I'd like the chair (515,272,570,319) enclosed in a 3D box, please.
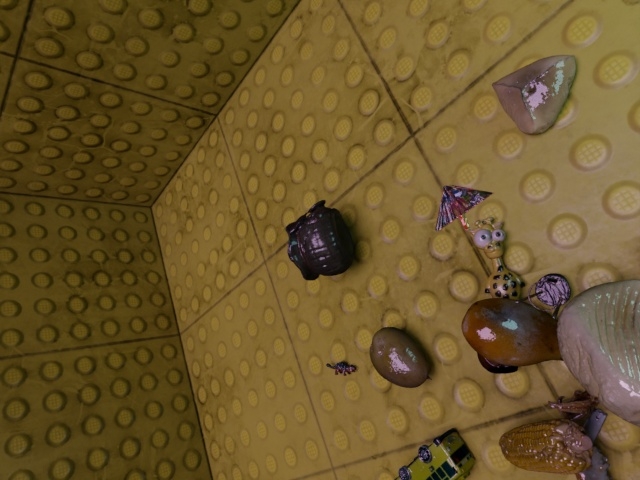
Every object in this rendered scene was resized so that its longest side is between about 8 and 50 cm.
[{"bbox_3d":[0.624,0.151,1.147,0.104,0.221,0.095,-46,68,31],"label":"chair"}]

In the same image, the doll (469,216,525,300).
[{"bbox_3d":[0.551,0.066,1.308,0.117,0.086,0.292,-13,76,12],"label":"doll"}]

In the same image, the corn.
[{"bbox_3d":[0.599,0.557,1.131,0.347,0.130,0.130,105,144,-59],"label":"corn"}]

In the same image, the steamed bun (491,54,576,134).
[{"bbox_3d":[0.632,-0.428,1.240,0.231,0.110,0.213,-17,77,45],"label":"steamed bun"}]

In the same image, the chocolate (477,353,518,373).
[{"bbox_3d":[0.541,0.330,1.280,0.127,0.124,0.133,-31,42,51],"label":"chocolate"}]

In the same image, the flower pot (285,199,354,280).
[{"bbox_3d":[0.000,0.000,1.695,0.212,0.301,0.302,-21,72,17],"label":"flower pot"}]

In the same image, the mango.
[{"bbox_3d":[0.561,0.261,1.188,0.315,0.146,0.193,9,56,6],"label":"mango"}]

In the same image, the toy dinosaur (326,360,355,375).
[{"bbox_3d":[0.085,0.532,1.752,0.154,0.049,0.055,-4,88,38],"label":"toy dinosaur"}]

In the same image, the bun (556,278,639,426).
[{"bbox_3d":[0.748,0.271,0.982,0.351,0.349,0.228,9,138,32],"label":"bun"}]

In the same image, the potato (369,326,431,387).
[{"bbox_3d":[0.284,0.424,1.497,0.251,0.159,0.175,34,135,31],"label":"potato"}]

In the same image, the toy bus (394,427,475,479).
[{"bbox_3d":[0.384,0.764,1.400,0.150,0.127,0.262,49,121,33],"label":"toy bus"}]

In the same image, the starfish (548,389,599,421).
[{"bbox_3d":[0.676,0.403,1.100,0.074,0.189,0.147,37,120,50],"label":"starfish"}]

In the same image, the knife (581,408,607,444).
[{"bbox_3d":[0.730,0.533,1.150,0.044,0.023,0.162,28,107,39],"label":"knife"}]

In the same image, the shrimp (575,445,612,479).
[{"bbox_3d":[0.782,0.637,1.056,0.286,0.068,0.186,8,99,38],"label":"shrimp"}]

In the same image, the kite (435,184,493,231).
[{"bbox_3d":[0.475,-0.121,1.438,0.241,0.014,0.184,-33,66,36],"label":"kite"}]
